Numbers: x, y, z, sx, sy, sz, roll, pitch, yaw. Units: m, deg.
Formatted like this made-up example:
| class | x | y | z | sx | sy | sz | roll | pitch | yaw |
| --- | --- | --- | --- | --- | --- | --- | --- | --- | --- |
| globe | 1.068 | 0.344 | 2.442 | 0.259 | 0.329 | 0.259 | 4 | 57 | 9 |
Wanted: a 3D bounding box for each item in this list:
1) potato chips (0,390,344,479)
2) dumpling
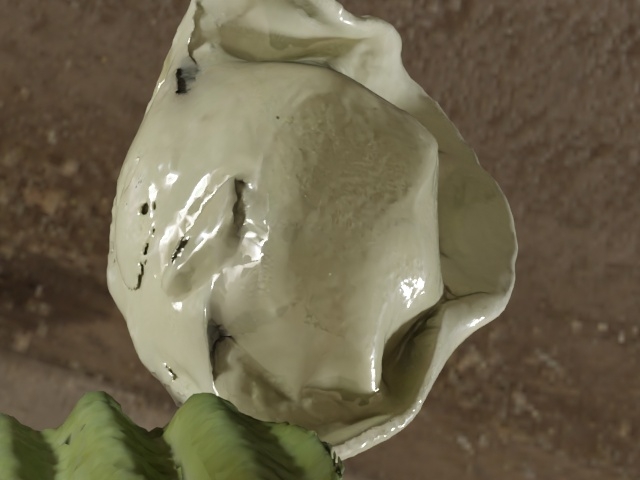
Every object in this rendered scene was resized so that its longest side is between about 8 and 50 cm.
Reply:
| class | x | y | z | sx | sy | sz | roll | pitch | yaw |
| --- | --- | --- | --- | --- | --- | --- | --- | --- | --- |
| potato chips | -0.137 | 0.189 | 0.657 | 0.358 | 0.429 | 0.070 | -27 | 114 | -4 |
| dumpling | 0.000 | 0.000 | 0.993 | 0.243 | 0.318 | 0.187 | 7 | 151 | -28 |
